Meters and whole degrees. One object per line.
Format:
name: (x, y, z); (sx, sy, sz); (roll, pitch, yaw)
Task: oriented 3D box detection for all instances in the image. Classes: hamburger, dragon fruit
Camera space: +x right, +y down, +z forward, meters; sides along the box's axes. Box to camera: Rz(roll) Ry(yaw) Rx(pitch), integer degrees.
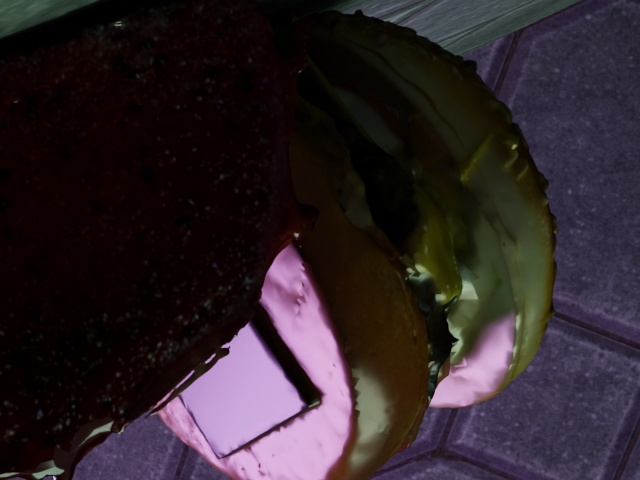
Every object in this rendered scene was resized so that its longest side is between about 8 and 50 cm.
hamburger: (0.000, 0.000, 0.781); (0.225, 0.291, 0.291); (-32, -174, -31)
dragon fruit: (-0.120, -0.009, 0.530); (0.261, 0.163, 0.189); (-26, -150, -18)
